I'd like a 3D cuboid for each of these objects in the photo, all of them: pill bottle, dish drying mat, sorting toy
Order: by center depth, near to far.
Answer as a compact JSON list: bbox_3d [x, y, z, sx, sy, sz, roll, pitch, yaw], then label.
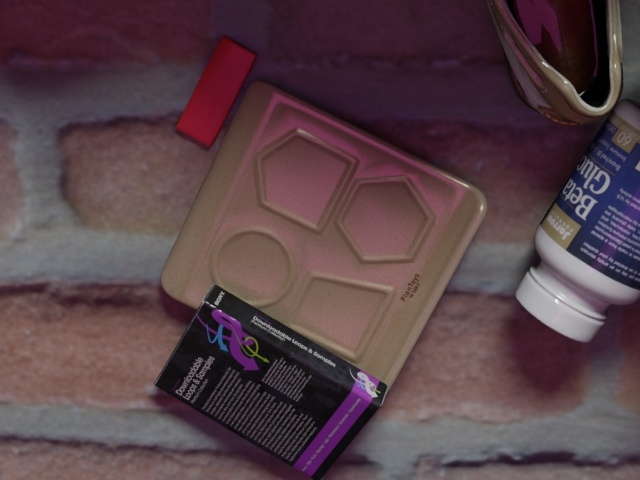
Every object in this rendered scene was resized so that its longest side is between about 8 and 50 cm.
[{"bbox_3d":[0.218,-0.012,0.929,0.094,0.094,0.169,29,106,-3],"label":"pill bottle"},{"bbox_3d":[-0.081,-0.116,0.974,0.032,0.008,0.083,29,107,-2],"label":"dish drying mat"},{"bbox_3d":[0.000,0.000,0.988,0.208,0.038,0.193,28,107,2],"label":"sorting toy"}]

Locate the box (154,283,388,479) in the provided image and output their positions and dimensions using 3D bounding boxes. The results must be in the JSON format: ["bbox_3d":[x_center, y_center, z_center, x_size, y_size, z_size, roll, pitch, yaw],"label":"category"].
[{"bbox_3d":[-0.042,0.116,1.004,0.162,0.029,0.116,30,130,-4],"label":"box"}]

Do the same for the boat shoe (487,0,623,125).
[{"bbox_3d":[0.148,-0.225,0.861,0.113,0.103,0.302,-24,105,1],"label":"boat shoe"}]
